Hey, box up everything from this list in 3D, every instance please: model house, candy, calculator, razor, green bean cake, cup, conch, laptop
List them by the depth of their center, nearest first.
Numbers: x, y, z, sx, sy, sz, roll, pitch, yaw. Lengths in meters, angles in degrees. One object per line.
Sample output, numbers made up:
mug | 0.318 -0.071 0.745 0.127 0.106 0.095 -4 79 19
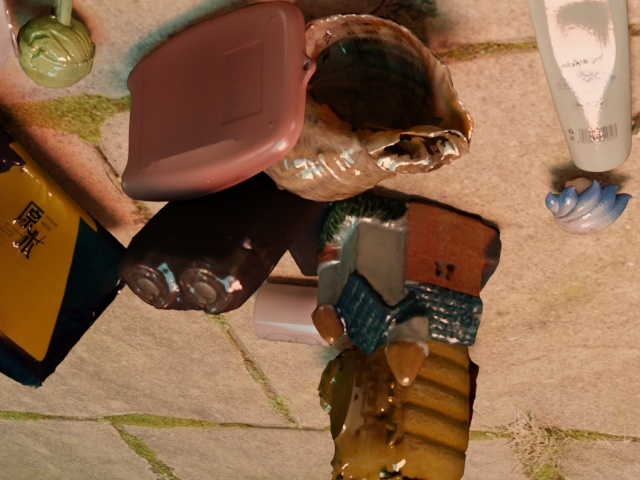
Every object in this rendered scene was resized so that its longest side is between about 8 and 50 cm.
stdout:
candy | -0.298 -0.314 1.068 0.093 0.092 0.336 41 138 15
calculator | -0.133 -0.165 1.081 0.329 0.220 0.048 -13 160 39
conch | 0.045 -0.148 1.086 0.291 0.210 0.159 7 178 17
razor | -0.106 -0.026 1.165 0.189 0.327 0.107 1 117 25
model house | 0.109 0.091 1.279 0.253 0.291 0.184 17 135 -7
laptop | 0.000 0.000 1.432 0.129 0.016 0.180 -4 140 23
green bean cake | 0.098 0.300 1.555 0.202 0.310 0.285 28 140 -22
cup | -0.036 0.136 1.558 0.133 0.099 0.136 4 143 13

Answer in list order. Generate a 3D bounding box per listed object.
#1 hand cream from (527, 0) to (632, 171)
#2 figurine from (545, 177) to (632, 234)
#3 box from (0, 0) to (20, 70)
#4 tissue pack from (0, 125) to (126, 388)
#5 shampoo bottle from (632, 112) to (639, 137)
hand cream | 0.297 -0.205 1.022 0.109 0.067 0.321 -3 137 24
figurine | 0.354 -0.050 1.196 0.114 0.079 0.114 -3 154 -2
box | -0.543 -0.243 1.071 0.291 0.206 0.262 -24 112 41
tissue pack | -0.521 -0.010 1.355 0.253 0.264 0.417 14 151 43
shampoo bottle | 0.446 -0.131 1.084 0.141 0.034 0.049 13 138 1
